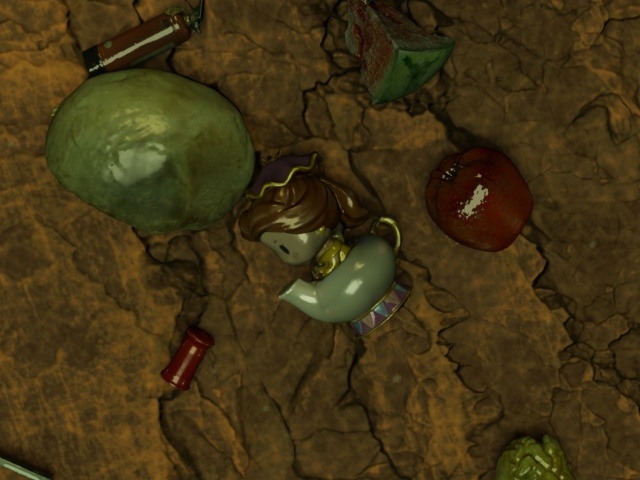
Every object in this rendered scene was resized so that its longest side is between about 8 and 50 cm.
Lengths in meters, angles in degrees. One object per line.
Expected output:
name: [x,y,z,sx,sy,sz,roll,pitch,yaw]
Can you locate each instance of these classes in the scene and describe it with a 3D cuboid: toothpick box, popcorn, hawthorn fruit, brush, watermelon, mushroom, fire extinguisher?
toothpick box: [-0.183,0.163,1.800,0.047,0.047,0.083,30,102,-6]
popcorn: [0.296,0.335,1.808,0.121,0.116,0.106,46,144,-6]
hawthorn fruit: [0.212,-0.053,1.700,0.133,0.133,0.138,-44,115,11]
brush: [-0.507,0.268,1.834,0.296,0.068,0.060,25,82,-9]
watermelon: [0.077,-0.244,1.664,0.158,0.121,0.098,36,124,-3]
mushroom: [-0.207,-0.107,1.651,0.267,0.164,0.190,29,110,-20]
fire extinguisher: [-0.225,-0.266,1.694,0.177,0.050,0.062,-25,64,6]

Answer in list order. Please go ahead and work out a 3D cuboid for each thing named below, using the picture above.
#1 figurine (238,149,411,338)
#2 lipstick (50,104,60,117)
figurine: [0.000,0.000,1.711,0.189,0.142,0.263,-45,99,-21]
lipstick: [-0.304,-0.177,1.726,0.116,0.037,0.037,-3,104,7]
